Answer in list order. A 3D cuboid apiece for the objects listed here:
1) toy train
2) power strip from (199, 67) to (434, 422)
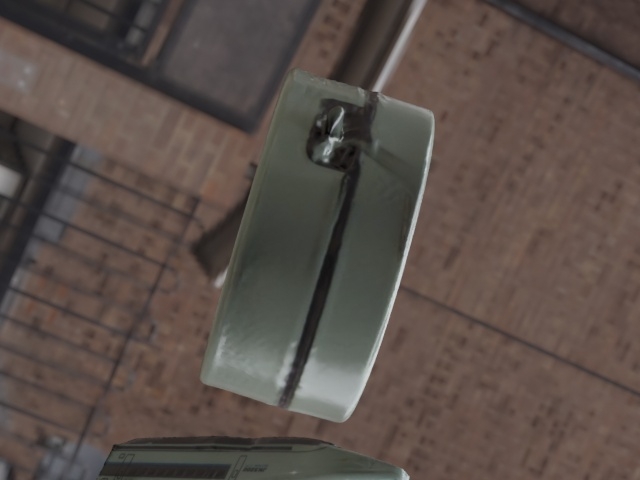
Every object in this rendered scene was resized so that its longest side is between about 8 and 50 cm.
[{"bbox_3d":[-0.047,0.154,0.951,0.252,0.055,0.048,-9,-141,47],"label":"toy train"},{"bbox_3d":[0.000,0.000,1.559,0.357,0.161,0.358,-164,-90,-88],"label":"power strip"}]
